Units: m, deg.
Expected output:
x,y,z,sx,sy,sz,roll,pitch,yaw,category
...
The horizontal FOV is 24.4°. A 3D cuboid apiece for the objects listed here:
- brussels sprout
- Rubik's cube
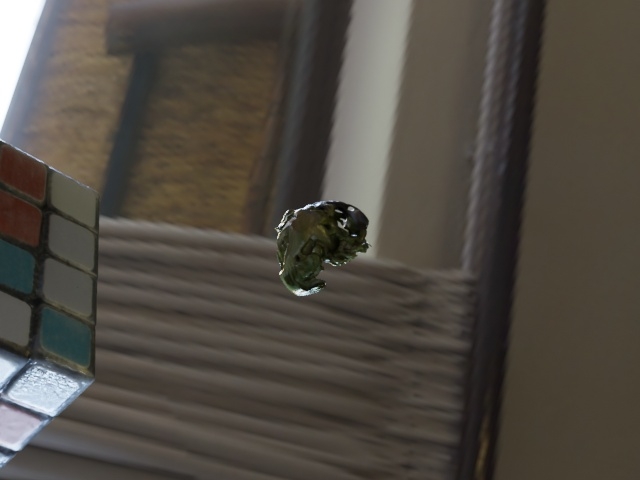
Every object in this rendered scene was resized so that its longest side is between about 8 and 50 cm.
x,y,z,sx,sy,sz,roll,pitch,yaw,category
0.000,0.000,1.173,0.085,0.058,0.085,-11,-140,9,brussels sprout
-0.374,0.057,1.364,0.256,0.253,0.259,-41,-146,31,Rubik's cube
